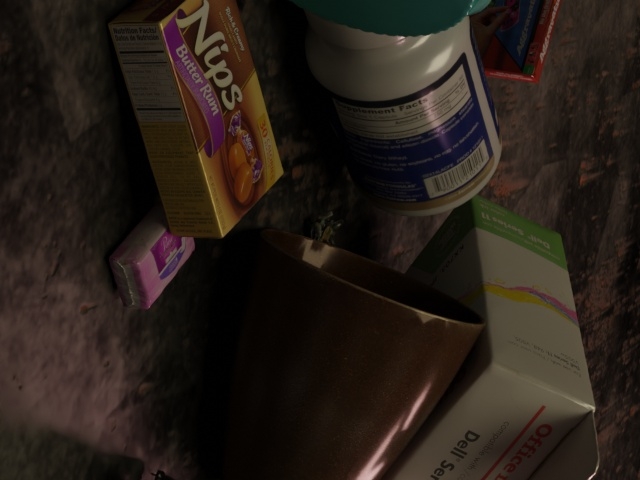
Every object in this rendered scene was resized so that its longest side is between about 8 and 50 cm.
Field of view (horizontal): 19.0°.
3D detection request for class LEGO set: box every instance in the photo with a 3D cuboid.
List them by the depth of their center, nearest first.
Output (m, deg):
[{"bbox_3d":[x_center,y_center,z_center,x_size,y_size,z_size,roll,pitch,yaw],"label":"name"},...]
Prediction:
[{"bbox_3d":[-0.001,0.002,1.819,0.054,0.023,0.083,-32,142,-56],"label":"LEGO set"}]

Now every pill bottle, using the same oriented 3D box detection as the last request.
[{"bbox_3d":[0.072,-0.155,1.742,0.153,0.153,0.265,-64,152,-29],"label":"pill bottle"}]

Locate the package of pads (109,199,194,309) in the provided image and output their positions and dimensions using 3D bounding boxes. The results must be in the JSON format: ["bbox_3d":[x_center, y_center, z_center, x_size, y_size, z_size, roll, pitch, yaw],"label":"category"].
[{"bbox_3d":[-0.133,0.011,1.515,0.083,0.032,0.050,-54,146,-43],"label":"package of pads"}]

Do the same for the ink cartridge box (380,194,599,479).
[{"bbox_3d":[0.144,0.140,1.803,0.207,0.119,0.353,-55,-160,28],"label":"ink cartridge box"}]

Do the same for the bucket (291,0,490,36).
[{"bbox_3d":[0.046,-0.302,1.505,0.183,0.281,0.281,-65,152,-20],"label":"bucket"}]

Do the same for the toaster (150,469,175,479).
[{"bbox_3d":[-0.095,0.298,1.538,0.146,0.227,0.129,-58,152,-3],"label":"toaster"}]

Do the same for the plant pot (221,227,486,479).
[{"bbox_3d":[0.004,0.136,1.694,0.215,0.215,0.230,8,105,-66],"label":"plant pot"}]

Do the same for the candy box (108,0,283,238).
[{"bbox_3d":[-0.094,-0.109,1.490,0.109,0.053,0.187,-48,133,-48],"label":"candy box"}]

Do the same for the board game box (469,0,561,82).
[{"bbox_3d":[0.188,-0.302,1.941,0.027,0.145,0.281,38,65,-60],"label":"board game box"}]
